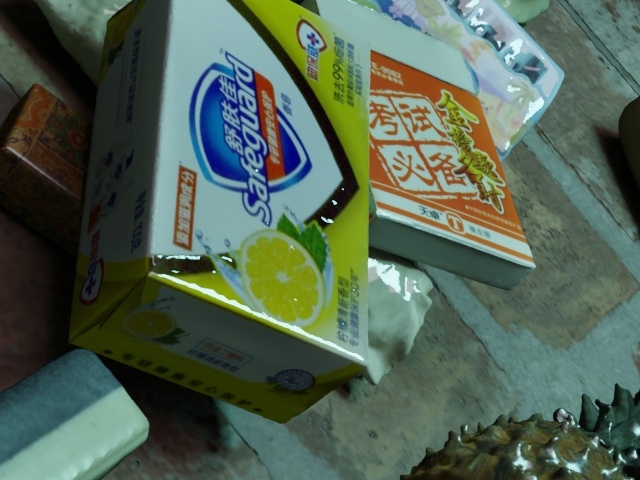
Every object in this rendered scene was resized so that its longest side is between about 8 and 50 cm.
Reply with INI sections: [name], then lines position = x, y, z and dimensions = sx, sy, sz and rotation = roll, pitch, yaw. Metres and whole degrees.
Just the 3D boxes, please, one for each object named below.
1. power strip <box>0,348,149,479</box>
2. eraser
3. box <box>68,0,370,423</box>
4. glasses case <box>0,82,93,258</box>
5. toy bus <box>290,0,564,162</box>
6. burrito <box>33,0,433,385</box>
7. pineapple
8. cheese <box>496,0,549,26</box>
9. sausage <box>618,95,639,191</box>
[power strip]
position = -0.190, 0.140, 0.846
dimensions = 0.070, 0.105, 0.257
rotation = 51, 31, 6
[eraser]
position = 0.067, -0.078, 1.317
dimensions = 0.157, 0.038, 0.230
rotation = 18, 42, -35
[box]
position = -0.058, -0.036, 1.117
dimensions = 0.168, 0.097, 0.265
rotation = 25, 49, -28
[glasses case]
position = -0.122, -0.006, 1.156
dimensions = 0.218, 0.049, 0.075
rotation = 37, 37, -18
[toy bus]
position = 0.052, -0.201, 1.496
dimensions = 0.329, 0.109, 0.136
rotation = 45, 71, -4
[burrito]
position = -0.061, -0.070, 1.267
dimensions = 0.392, 0.076, 0.117
rotation = 48, 58, 2
[pineapple]
position = 0.189, 0.187, 1.231
dimensions = 0.364, 0.165, 0.165
rotation = -4, 57, -56
[cheese]
position = 0.100, -0.272, 1.676
dimensions = 0.233, 0.127, 0.266
rotation = 50, 29, 6
[sausage]
position = 0.389, -0.055, 1.795
dimensions = 0.123, 0.123, 0.252
rotation = 19, 40, -39
